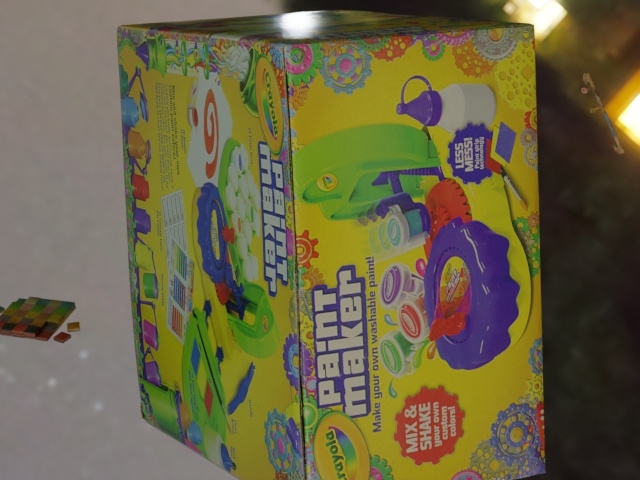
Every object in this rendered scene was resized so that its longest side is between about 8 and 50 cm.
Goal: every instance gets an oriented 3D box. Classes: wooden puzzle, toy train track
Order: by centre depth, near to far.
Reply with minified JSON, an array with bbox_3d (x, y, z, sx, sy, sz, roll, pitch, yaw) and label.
[{"bbox_3d":[-0.219,0.059,1.453,0.083,0.006,0.049,6,-149,19],"label":"wooden puzzle"},{"bbox_3d":[0.260,-0.117,1.774,0.083,0.014,0.048,63,-170,-13],"label":"toy train track"}]

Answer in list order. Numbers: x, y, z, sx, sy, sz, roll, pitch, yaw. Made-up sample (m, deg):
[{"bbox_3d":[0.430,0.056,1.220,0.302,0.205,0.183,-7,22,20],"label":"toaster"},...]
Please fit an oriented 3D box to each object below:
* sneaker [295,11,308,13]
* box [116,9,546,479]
[{"bbox_3d":[0.015,0.002,1.491,0.410,0.158,0.182,64,149,6],"label":"sneaker"},{"bbox_3d":[0.000,0.000,1.265,0.177,0.290,0.279,-7,-168,-25],"label":"box"}]
